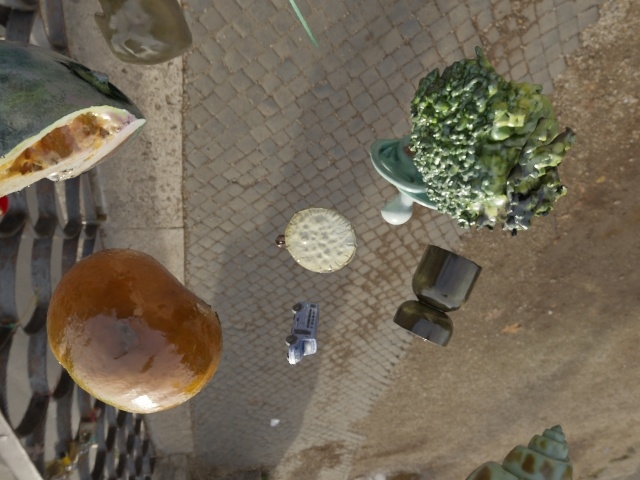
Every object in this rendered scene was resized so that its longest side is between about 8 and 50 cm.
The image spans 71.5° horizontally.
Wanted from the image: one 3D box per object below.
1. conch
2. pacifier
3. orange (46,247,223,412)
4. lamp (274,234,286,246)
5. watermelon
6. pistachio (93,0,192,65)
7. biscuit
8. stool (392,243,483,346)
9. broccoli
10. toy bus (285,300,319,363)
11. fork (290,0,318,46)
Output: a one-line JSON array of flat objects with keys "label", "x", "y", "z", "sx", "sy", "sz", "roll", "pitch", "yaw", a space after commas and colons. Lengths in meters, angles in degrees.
[{"label": "conch", "x": 0.368, "y": 0.525, "z": 0.798, "sx": 0.197, "sy": 0.249, "sz": 0.367, "roll": -6, "pitch": 109, "yaw": -32}, {"label": "pacifier", "x": 0.252, "y": -0.160, "z": 1.310, "sx": 0.289, "sy": 0.343, "sz": 0.269, "roll": -1, "pitch": 131, "yaw": -30}, {"label": "orange", "x": -0.340, "y": 0.173, "z": 0.826, "sx": 0.274, "sy": 0.274, "sz": 0.310, "roll": -27, "pitch": 123, "yaw": 11}, {"label": "lamp", "x": -0.060, "y": -0.002, "z": 1.079, "sx": 0.083, "sy": 0.031, "sz": 0.063, "roll": 7, "pitch": 159, "yaw": -39}, {"label": "watermelon", "x": -0.343, "y": -0.171, "z": 0.520, "sx": 0.175, "sy": 0.322, "sz": 0.188, "roll": -33, "pitch": 107, "yaw": 8}, {"label": "pistachio", "x": -0.299, "y": -0.376, "z": 0.756, "sx": 0.153, "sy": 0.237, "sz": 0.137, "roll": 21, "pitch": 118, "yaw": -37}, {"label": "biscuit", "x": 0.000, "y": 0.000, "z": 0.890, "sx": 0.152, "sy": 0.020, "sz": 0.151, "roll": 4, "pitch": 114, "yaw": 10}, {"label": "stool", "x": 0.353, "y": 0.164, "z": 1.347, "sx": 0.179, "sy": 0.179, "sz": 0.264, "roll": 24, "pitch": 90, "yaw": -34}, {"label": "broccoli", "x": 0.296, "y": -0.173, "z": 0.819, "sx": 0.272, "sy": 0.324, "sz": 0.334, "roll": -24, "pitch": 97, "yaw": 23}, {"label": "toy bus", "x": -0.044, "y": 0.236, "z": 1.148, "sx": 0.076, "sy": 0.167, "sz": 0.073, "roll": 3, "pitch": 127, "yaw": 5}, {"label": "fork", "x": -0.066, "y": -0.554, "z": 1.019, "sx": 0.021, "sy": 0.039, "sz": 0.235, "roll": -45, "pitch": 112, "yaw": -27}]
